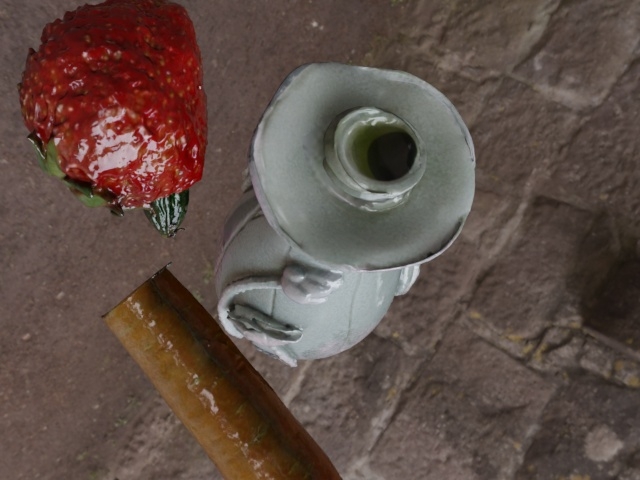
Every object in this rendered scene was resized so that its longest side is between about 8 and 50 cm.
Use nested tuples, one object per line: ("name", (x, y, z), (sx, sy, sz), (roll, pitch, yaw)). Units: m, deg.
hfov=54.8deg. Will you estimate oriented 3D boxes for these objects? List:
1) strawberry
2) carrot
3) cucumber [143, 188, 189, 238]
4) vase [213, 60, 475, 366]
("strawberry", (-0.129, -0.107, 0.452), (0.146, 0.082, 0.187), (34, 61, -49))
("carrot", (-0.056, 0.121, 0.422), (0.067, 0.225, 0.067), (-36, -175, 3))
("cucumber", (-0.216, -0.128, 0.787), (0.077, 0.077, 0.265), (-37, 129, -36))
("vase", (0.000, 0.000, 0.671), (0.250, 0.250, 0.445), (-47, 176, -21))
